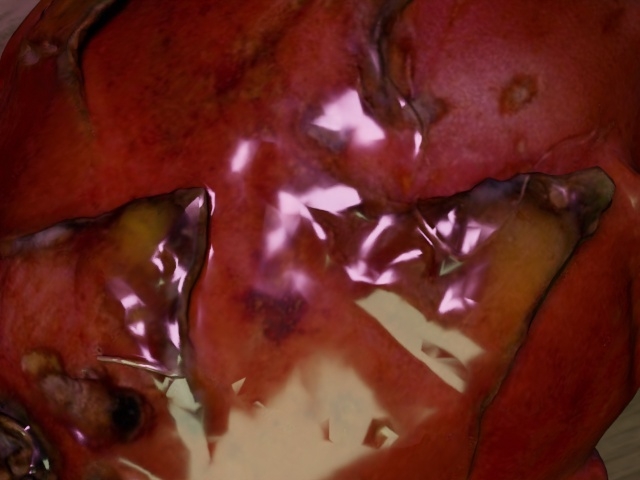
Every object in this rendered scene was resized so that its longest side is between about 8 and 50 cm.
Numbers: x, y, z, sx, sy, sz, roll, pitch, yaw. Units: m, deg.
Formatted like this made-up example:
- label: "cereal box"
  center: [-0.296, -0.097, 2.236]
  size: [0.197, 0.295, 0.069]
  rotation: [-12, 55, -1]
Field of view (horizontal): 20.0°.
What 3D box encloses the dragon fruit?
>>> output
- label: "dragon fruit"
  center: [0.002, -0.003, 0.613]
  size: [0.250, 0.250, 0.315]
  rotation: [23, 95, -13]
